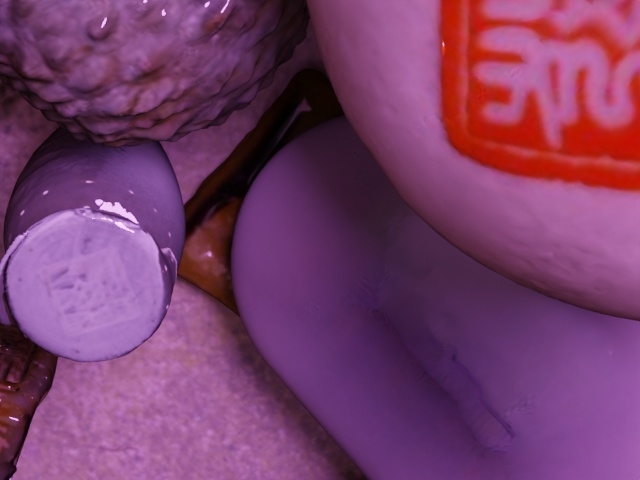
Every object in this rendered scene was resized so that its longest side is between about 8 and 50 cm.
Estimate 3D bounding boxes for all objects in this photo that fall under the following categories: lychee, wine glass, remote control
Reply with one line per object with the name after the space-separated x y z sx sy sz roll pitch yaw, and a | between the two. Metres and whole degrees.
-0.113 -0.184 0.808 0.255 0.255 0.274 38 105 -13 | lychee
-0.140 -0.010 0.899 0.111 0.204 0.111 -2 112 -4 | wine glass
0.085 0.065 0.924 0.221 0.103 0.332 -38 95 25 | remote control

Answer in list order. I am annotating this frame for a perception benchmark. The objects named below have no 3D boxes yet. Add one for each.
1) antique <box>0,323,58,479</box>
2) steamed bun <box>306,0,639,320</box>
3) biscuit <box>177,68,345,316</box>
-0.285 0.197 1.024 0.150 0.125 0.284 13 111 -3 | antique
0.171 -0.143 0.617 0.374 0.241 0.374 0 91 6 | steamed bun
0.000 0.000 0.992 0.183 0.039 0.174 41 104 -15 | biscuit
